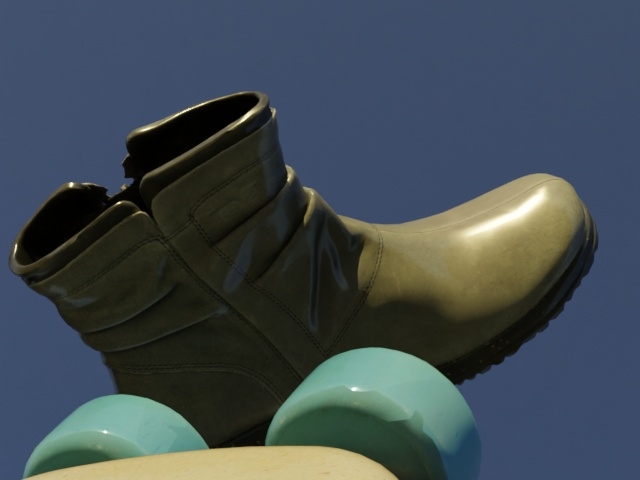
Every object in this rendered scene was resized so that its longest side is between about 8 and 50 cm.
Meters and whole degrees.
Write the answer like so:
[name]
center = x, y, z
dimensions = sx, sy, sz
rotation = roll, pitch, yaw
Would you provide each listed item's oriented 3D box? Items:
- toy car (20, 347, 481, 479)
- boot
[toy car]
center = -0.034, 0.194, 0.584
dimensions = 0.210, 0.219, 0.238
rotation = -13, -74, 28
[boot]
center = 0.000, 0.000, 0.778
dimensions = 0.246, 0.083, 0.161
rotation = -30, -59, -8
